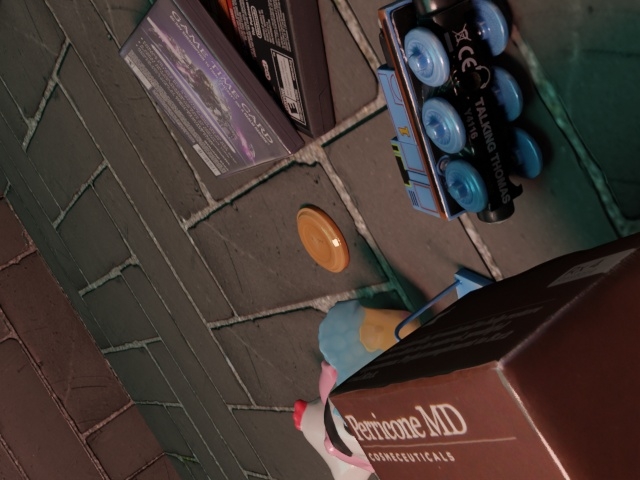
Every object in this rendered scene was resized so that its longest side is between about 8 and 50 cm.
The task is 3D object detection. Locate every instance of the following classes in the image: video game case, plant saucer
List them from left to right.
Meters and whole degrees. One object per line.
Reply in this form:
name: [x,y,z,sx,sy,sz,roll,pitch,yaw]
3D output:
video game case: [-0.128,-0.159,0.946,0.196,0.026,0.274,52,161,-13]
video game case: [-0.093,-0.257,0.830,0.248,0.035,0.275,33,146,40]
plant saucer: [0.000,0.000,0.982,0.083,0.013,0.083,40,150,30]

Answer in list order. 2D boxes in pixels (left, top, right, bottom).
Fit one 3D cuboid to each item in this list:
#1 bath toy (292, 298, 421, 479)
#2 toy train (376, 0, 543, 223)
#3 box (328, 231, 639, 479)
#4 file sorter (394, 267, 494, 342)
bath toy: [0.037,0.177,0.981,0.129,0.151,0.348,30,156,9]
toy train: [0.092,-0.098,0.637,0.105,0.080,0.184,22,138,59]
box: [0.184,0.199,0.459,0.381,0.143,0.191,60,154,2]
file sorter: [0.145,0.136,0.777,0.118,0.104,0.170,27,142,47]
